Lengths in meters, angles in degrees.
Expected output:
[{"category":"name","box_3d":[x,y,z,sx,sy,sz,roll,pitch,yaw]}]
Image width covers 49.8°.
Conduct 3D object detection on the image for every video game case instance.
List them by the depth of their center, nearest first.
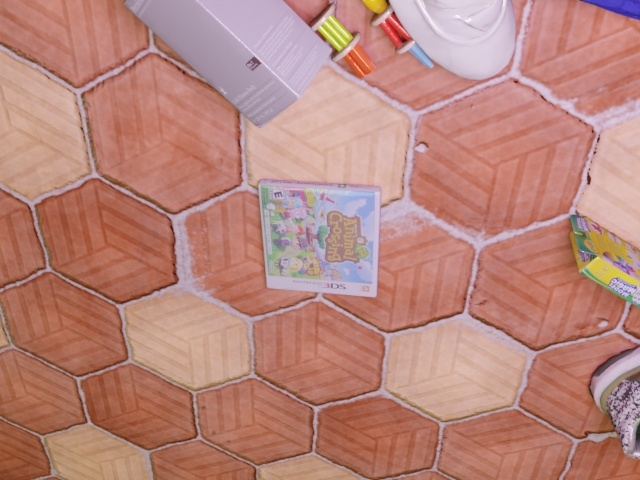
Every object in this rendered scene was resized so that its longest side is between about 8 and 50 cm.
[{"category":"video game case","box_3d":[0.000,0.000,1.130,0.193,0.023,0.213,4,126,8]}]

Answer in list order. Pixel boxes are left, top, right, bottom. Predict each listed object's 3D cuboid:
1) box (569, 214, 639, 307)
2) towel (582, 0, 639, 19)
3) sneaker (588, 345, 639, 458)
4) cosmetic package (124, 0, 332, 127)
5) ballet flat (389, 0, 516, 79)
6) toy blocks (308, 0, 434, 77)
[{"category":"box","box_3d":[0.440,0.036,1.022,0.179,0.105,0.043,31,124,-11]},{"category":"towel","box_3d":[0.391,-0.397,0.746,0.227,0.076,0.308,15,127,-9]},{"category":"sneaker","box_3d":[0.611,0.214,1.068,0.158,0.182,0.410,31,125,-12]},{"category":"cosmetic package","box_3d":[-0.118,-0.273,0.885,0.238,0.107,0.127,38,153,-18]},{"category":"ballet flat","box_3d":[0.125,-0.345,0.778,0.139,0.139,0.400,-23,117,24]},{"category":"toy blocks","box_3d":[0.073,-0.263,0.908,0.148,0.054,0.123,42,121,-19]}]
